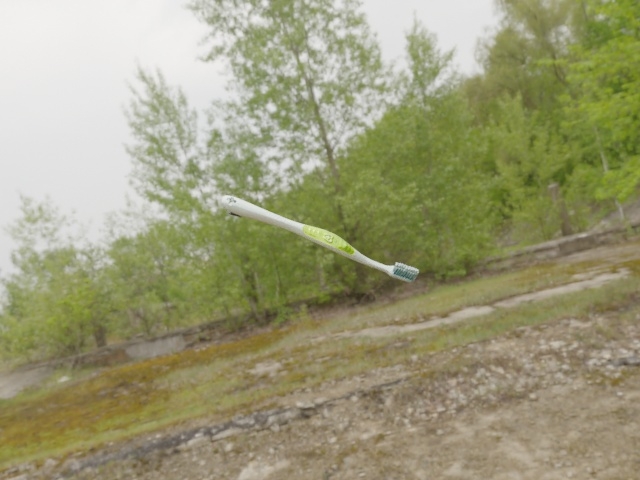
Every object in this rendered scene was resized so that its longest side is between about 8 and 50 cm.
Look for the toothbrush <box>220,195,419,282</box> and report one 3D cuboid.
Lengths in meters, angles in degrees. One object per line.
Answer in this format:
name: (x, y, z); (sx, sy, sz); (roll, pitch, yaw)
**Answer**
toothbrush: (0.000, 0.000, 0.739); (0.263, 0.022, 0.026); (21, -36, -7)
